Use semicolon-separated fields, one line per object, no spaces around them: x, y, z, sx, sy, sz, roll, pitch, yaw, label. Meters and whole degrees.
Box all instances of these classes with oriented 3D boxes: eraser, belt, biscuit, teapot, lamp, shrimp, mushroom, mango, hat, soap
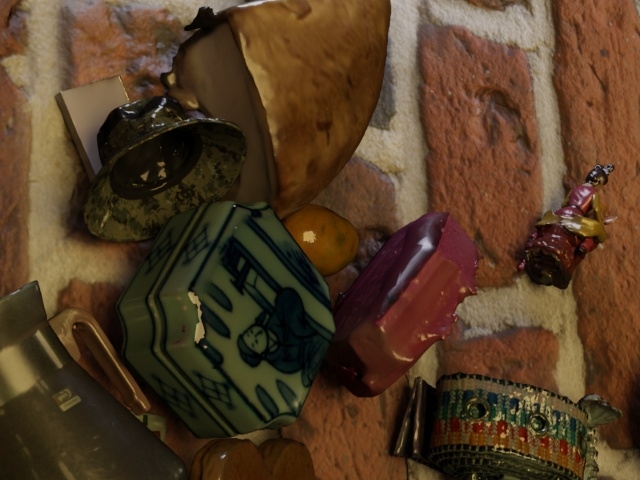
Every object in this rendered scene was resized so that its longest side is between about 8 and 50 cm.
-0.304;-0.153;1.829;0.104;0.023;0.150;-24;93;-37;eraser
0.285;0.322;2.028;0.295;0.207;0.160;23;64;-28;belt
-0.098;0.462;1.718;0.368;0.076;0.394;21;65;-66;biscuit
-0.328;0.234;1.598;0.344;0.253;0.300;59;33;-4;teapot
0.455;-0.026;2.291;0.118;0.118;0.253;50;56;-15;lamp
0.447;0.466;2.151;0.221;0.166;0.410;17;58;-30;shrimp
-0.002;-0.226;1.941;0.397;0.224;0.314;-25;92;-38;mushroom
-0.002;0.004;1.969;0.163;0.089;0.111;26;72;-43;mango
-0.232;-0.122;1.760;0.265;0.265;0.128;-11;58;-37;hat
0.118;0.100;1.960;0.127;0.220;0.325;43;58;-10;soap

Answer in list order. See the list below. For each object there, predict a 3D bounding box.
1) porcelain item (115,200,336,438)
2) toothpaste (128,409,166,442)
-0.119;0.107;1.774;0.281;0.157;0.286;53;43;-27;porcelain item
-0.245;0.359;1.746;0.067;0.037;0.255;13;68;-33;toothpaste
